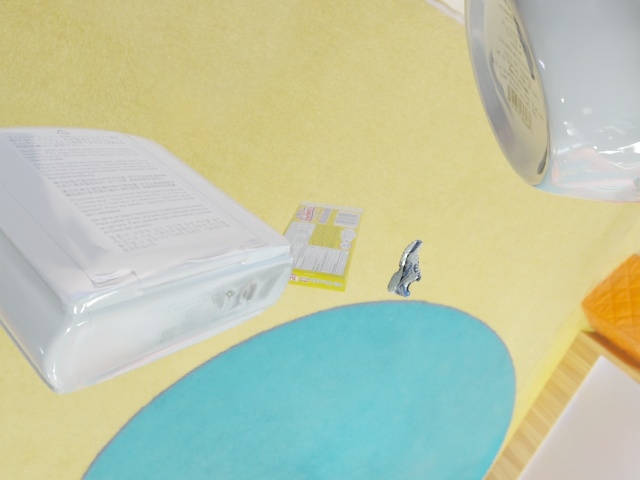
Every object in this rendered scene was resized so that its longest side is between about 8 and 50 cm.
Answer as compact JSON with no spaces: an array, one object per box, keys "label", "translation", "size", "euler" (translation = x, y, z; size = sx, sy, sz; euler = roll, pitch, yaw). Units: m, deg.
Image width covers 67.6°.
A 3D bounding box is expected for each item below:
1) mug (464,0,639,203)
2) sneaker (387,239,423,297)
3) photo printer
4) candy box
[{"label":"mug","translation":[0.296,-0.126,0.303],"size":[0.328,0.374,0.276],"euler":[-19,151,10]},{"label":"sneaker","translation":[0.202,0.064,1.057],"size":[0.052,0.058,0.135],"euler":[6,108,-63]},{"label":"photo printer","translation":[-0.216,-0.018,0.478],"size":[0.256,0.307,0.107],"euler":[-17,136,-53]},{"label":"candy box","translation":[0.000,0.000,0.672],"size":[0.105,0.206,0.027],"euler":[6,119,10]}]
